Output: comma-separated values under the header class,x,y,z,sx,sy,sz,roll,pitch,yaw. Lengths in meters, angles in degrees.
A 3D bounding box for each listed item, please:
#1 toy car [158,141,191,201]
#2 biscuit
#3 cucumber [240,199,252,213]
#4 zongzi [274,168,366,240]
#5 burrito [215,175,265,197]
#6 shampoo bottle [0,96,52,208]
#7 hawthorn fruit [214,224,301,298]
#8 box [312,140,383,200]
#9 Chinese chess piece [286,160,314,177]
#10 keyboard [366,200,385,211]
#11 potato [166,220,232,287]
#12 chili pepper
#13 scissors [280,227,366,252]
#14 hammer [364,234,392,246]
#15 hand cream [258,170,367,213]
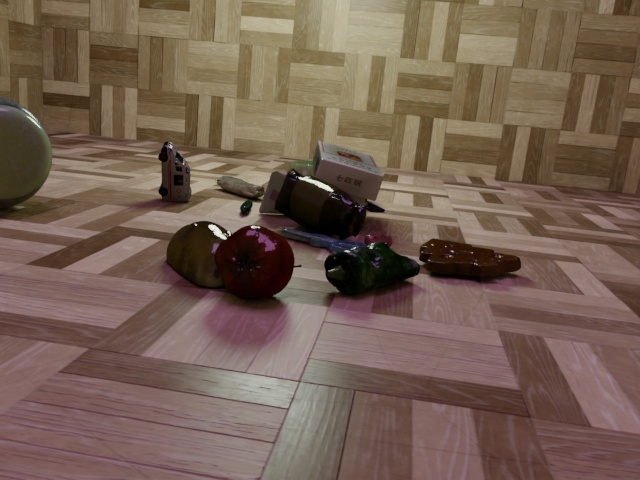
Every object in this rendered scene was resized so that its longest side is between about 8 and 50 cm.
class,x,y,z,sx,sy,sz,roll,pitch,yaw
toy car,-0.505,-0.239,2.085,0.108,0.209,0.089,3,25,-6
biscuit,0.378,0.048,1.610,0.278,0.043,0.301,0,13,-14
cucumber,-0.254,-0.113,2.030,0.037,0.037,0.155,5,12,0
zongzi,0.051,-0.077,1.850,0.289,0.154,0.318,29,4,33
burrito,-0.312,-0.209,2.358,0.082,0.059,0.275,-16,25,-40
shampoo bottle,-0.963,-0.254,1.739,0.317,0.322,0.323,5,10,43
hawthorn fruit,-0.122,0.046,1.238,0.163,0.162,0.203,9,-3,12
box,0.083,-0.242,2.030,0.210,0.095,0.330,15,17,-7
Chinese chess piece,0.036,-0.245,2.416,0.350,0.146,0.349,2,11,0
keyboard,0.183,-0.139,2.354,0.061,0.013,0.204,0,15,-21
potato,-0.254,0.015,1.366,0.160,0.111,0.272,-6,17,-31
chili pepper,0.101,0.061,1.350,0.136,0.099,0.270,43,25,26
scissors,0.000,0.000,1.684,0.256,0.030,0.125,14,14,25
hammer,0.167,0.003,1.717,0.083,0.043,0.043,0,15,-25
hand cream,-0.018,-0.147,2.042,0.359,0.185,0.118,3,46,-23
